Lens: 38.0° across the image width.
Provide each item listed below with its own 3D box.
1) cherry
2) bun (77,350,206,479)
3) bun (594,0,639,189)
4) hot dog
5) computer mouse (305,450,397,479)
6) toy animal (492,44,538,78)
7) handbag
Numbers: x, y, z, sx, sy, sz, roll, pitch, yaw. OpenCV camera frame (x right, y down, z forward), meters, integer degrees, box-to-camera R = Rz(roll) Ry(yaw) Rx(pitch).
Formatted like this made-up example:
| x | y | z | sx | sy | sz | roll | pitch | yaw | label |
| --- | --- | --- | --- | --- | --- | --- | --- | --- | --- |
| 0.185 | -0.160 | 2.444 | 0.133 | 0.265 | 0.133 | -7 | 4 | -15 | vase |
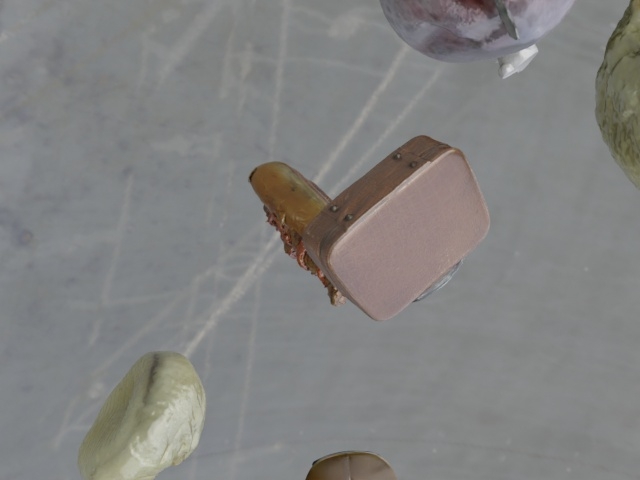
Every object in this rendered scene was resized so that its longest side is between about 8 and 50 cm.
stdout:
| x | y | z | sx | sy | sz | roll | pitch | yaw | label |
| --- | --- | --- | --- | --- | --- | --- | --- | --- | --- |
| 0.236 | -0.394 | 1.358 | 0.326 | 0.291 | 0.335 | -32 | 174 | -9 | cherry |
| -0.220 | 0.249 | 1.219 | 0.222 | 0.127 | 0.222 | -46 | -159 | 23 | bun |
| 0.422 | -0.191 | 0.953 | 0.349 | 0.227 | 0.352 | -68 | -166 | -12 | bun |
| 0.000 | 0.000 | 1.519 | 0.117 | 0.349 | 0.158 | -49 | 142 | 7 | hot dog |
| 0.052 | 0.491 | 1.508 | 0.072 | 0.158 | 0.310 | -118 | -155 | -74 | computer mouse |
| 0.305 | -0.381 | 1.627 | 0.131 | 0.181 | 0.127 | -34 | 169 | -46 | toy animal |
| 0.089 | -0.008 | 1.025 | 0.193 | 0.072 | 0.151 | -39 | 124 | -12 | handbag |
